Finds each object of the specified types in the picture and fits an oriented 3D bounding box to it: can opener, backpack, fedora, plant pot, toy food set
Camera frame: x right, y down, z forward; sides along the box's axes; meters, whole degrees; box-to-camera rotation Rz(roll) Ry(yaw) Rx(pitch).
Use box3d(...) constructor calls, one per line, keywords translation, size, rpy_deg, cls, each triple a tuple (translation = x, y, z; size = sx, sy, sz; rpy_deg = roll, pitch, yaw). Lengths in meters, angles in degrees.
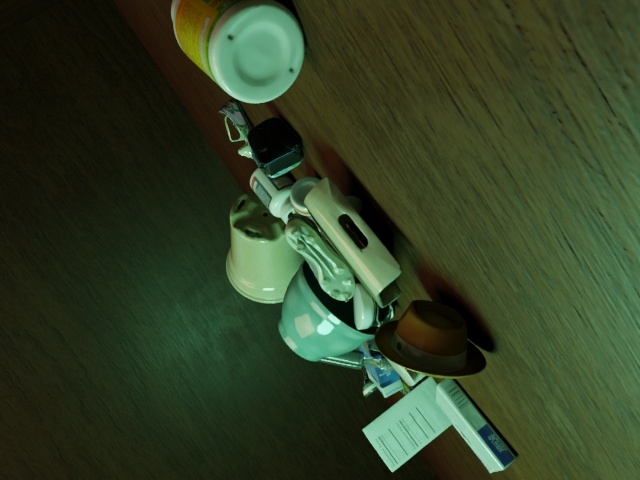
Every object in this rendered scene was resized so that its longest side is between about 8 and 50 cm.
box3d(translation=(0.114, 0.348, 1.580), size=(0.283, 0.095, 0.076), rpy_deg=(10, 150, 7), cls="can opener")
box3d(translation=(-0.102, -0.201, 1.107), size=(0.114, 0.104, 0.084), rpy_deg=(57, 173, 27), cls="backpack")
box3d(translation=(0.183, 0.152, 0.840), size=(0.194, 0.194, 0.079), rpy_deg=(-141, 55, -63), cls="fedora")
box3d(translation=(0.000, 0.223, 1.476), size=(0.293, 0.196, 0.293), rpy_deg=(37, -161, -15), cls="plant pot")
box3d(translation=(-0.175, -0.007, 1.710), size=(0.334, 0.333, 0.306), rpy_deg=(51, 160, 28), cls="plant pot")
box3d(translation=(0.084, 0.011, 1.011), size=(0.220, 0.092, 0.306), rpy_deg=(52, 179, 16), cls="toy food set")

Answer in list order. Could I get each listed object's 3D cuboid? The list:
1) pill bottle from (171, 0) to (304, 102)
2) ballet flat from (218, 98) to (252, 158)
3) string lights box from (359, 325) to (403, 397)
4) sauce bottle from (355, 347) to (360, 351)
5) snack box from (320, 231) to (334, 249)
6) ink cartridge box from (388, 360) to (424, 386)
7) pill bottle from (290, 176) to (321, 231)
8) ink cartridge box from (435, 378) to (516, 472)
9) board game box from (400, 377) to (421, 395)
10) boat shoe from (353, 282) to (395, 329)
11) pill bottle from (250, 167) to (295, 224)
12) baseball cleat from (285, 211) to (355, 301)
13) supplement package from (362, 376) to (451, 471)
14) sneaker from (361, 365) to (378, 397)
box3d(translation=(-0.137, -0.310, 0.754), size=(0.246, 0.136, 0.136), rpy_deg=(47, 169, 43), cls="pill bottle")
box3d(translation=(-0.224, -0.303, 1.491), size=(0.222, 0.079, 0.077), rpy_deg=(58, 171, -19), cls="ballet flat")
box3d(translation=(0.186, 0.379, 1.700), size=(0.133, 0.076, 0.260), rpy_deg=(40, 152, 63), cls="string lights box")
box3d(translation=(0.143, 0.367, 1.975), size=(0.112, 0.111, 0.344), rpy_deg=(57, 170, -11), cls="sauce bottle")
box3d(translation=(0.000, 0.000, 1.559), size=(0.100, 0.037, 0.141), rpy_deg=(52, 172, 29), cls="snack box")
box3d(translation=(0.243, 0.341, 1.422), size=(0.115, 0.067, 0.198), rpy_deg=(53, 173, 15), cls="ink cartridge box")
box3d(translation=(-0.019, -0.077, 1.186), size=(0.086, 0.086, 0.152), rpy_deg=(52, 171, 22), cls="pill bottle")
box3d(translation=(0.363, 0.446, 1.222), size=(0.223, 0.045, 0.224), rpy_deg=(52, 172, 27), cls="ink cartridge box")
box3d(translation=(0.301, 0.509, 1.843), size=(0.208, 0.056, 0.347), rpy_deg=(62, 170, -18), cls="board game box")
box3d(translation=(0.132, 0.163, 1.235), size=(0.301, 0.102, 0.108), rpy_deg=(77, -170, -78), cls="boat shoe")
box3d(translation=(-0.113, -0.130, 1.446), size=(0.180, 0.107, 0.108), rpy_deg=(51, 171, 30), cls="pill bottle")
box3d(translation=(0.004, 0.024, 0.999), size=(0.206, 0.072, 0.109), rpy_deg=(55, -166, -27), cls="baseball cleat")
box3d(translation=(0.254, 0.516, 1.432), size=(0.134, 0.244, 0.139), rpy_deg=(52, 171, 21), cls="supplement package")
box3d(translation=(0.196, 0.515, 2.062), size=(0.178, 0.123, 0.295), rpy_deg=(52, -167, 12), cls="sneaker")
